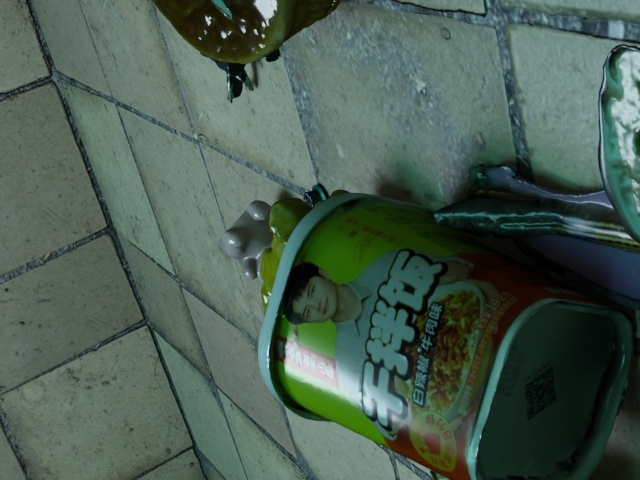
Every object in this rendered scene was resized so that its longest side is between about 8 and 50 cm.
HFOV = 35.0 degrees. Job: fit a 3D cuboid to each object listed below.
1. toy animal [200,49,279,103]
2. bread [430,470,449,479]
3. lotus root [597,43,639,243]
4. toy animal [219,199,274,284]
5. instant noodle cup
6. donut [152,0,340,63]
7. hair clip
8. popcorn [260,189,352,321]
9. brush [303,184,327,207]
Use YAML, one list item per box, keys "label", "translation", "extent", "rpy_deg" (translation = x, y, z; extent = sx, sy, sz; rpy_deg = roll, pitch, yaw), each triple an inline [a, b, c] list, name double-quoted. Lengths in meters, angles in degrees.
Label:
- label: "toy animal"
  translation: [-0.126, -0.288, 1.466]
  extent: [0.137, 0.082, 0.270]
  rpy_deg: [48, 157, 43]
- label: "bread"
  translation: [0.198, 0.339, 1.111]
  extent: [0.135, 0.240, 0.178]
  rpy_deg: [17, 94, 28]
- label: "lotus root"
  translation: [0.291, -0.070, 0.736]
  extent: [0.183, 0.078, 0.204]
  rpy_deg: [39, 147, 40]
- label: "toy animal"
  translation: [-0.058, 0.036, 1.651]
  extent: [0.212, 0.124, 0.124]
  rpy_deg: [43, 159, -4]
- label: "instant noodle cup"
  translation: [0.133, 0.115, 1.054]
  extent: [0.308, 0.294, 0.294]
  rpy_deg: [23, 135, 49]
- label: "donut"
  translation: [-0.104, -0.375, 1.201]
  extent: [0.330, 0.160, 0.330]
  rpy_deg: [37, 146, 30]
- label: "hair clip"
  translation: [0.247, -0.005, 0.941]
  extent: [0.358, 0.095, 0.110]
  rpy_deg: [15, 89, 53]
- label: "popcorn"
  translation: [0.026, 0.065, 1.304]
  extent: [0.241, 0.235, 0.250]
  rpy_deg: [35, 152, 26]
- label: "brush"
  translation: [0.000, 0.000, 1.555]
  extent: [0.043, 0.032, 0.193]
  rpy_deg: [41, 147, 45]
